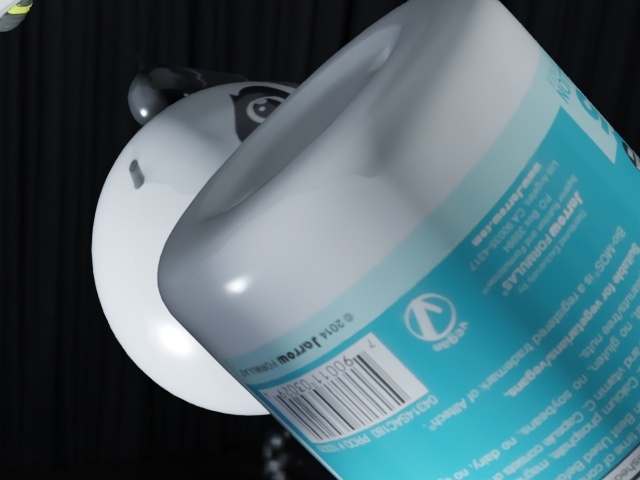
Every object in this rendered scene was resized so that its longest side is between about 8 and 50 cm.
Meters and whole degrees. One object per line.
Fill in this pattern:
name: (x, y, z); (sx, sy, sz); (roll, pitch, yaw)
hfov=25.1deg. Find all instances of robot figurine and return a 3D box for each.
robot figurine: (0.003, 0.000, 0.775); (0.209, 0.173, 0.278); (7, -175, 29)

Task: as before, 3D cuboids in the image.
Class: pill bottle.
pill bottle: (0.082, 0.054, 0.488); (0.264, 0.146, 0.146); (46, -167, -14)

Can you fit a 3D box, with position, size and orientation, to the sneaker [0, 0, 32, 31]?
sneaker: (-0.338, -0.220, 1.192); (0.147, 0.384, 0.145); (-4, -118, -32)
